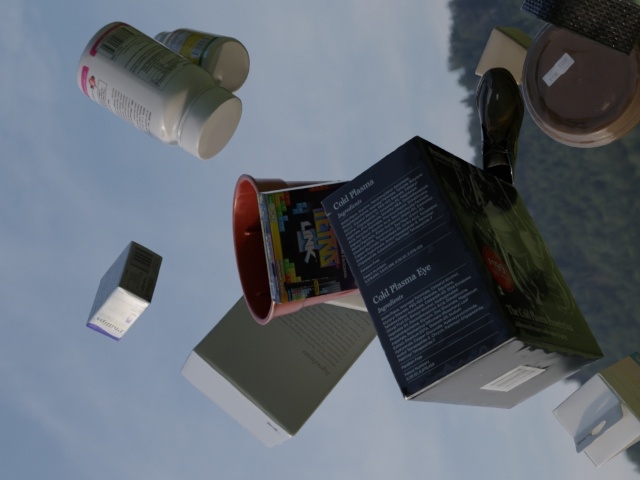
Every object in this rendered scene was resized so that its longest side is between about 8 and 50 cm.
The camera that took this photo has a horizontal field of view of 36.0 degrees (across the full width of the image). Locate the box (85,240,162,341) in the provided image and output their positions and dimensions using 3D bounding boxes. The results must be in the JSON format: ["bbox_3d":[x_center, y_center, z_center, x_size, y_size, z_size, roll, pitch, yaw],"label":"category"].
[{"bbox_3d":[-0.367,0.095,1.847,0.072,0.137,0.126,30,-142,-20],"label":"box"}]

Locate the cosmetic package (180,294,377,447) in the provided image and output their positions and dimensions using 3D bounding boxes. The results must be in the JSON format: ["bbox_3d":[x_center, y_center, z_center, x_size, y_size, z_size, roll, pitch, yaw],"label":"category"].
[{"bbox_3d":[-0.100,0.275,2.544,0.327,0.329,0.393,41,-111,1],"label":"cosmetic package"}]

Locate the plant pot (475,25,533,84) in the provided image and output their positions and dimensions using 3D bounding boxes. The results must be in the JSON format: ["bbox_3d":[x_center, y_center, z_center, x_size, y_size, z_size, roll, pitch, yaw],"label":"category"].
[{"bbox_3d":[0.412,-0.384,2.093,0.109,0.096,0.109,-11,-51,-51],"label":"plant pot"}]

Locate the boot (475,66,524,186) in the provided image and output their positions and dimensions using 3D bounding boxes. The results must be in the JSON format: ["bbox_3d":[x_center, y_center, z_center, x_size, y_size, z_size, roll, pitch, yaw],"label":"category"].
[{"bbox_3d":[0.302,-0.176,1.632,0.219,0.082,0.106,74,-167,-46],"label":"boot"}]

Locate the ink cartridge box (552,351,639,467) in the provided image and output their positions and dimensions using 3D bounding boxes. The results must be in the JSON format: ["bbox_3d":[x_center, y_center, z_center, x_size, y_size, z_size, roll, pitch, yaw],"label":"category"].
[{"bbox_3d":[0.374,0.214,1.248,0.143,0.092,0.090,-9,-125,-50],"label":"ink cartridge box"}]

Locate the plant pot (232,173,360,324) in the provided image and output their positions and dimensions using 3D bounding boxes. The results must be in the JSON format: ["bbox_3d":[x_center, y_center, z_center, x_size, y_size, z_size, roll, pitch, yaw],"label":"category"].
[{"bbox_3d":[0.000,0.000,1.806,0.272,0.265,0.272,172,90,-71],"label":"plant pot"}]

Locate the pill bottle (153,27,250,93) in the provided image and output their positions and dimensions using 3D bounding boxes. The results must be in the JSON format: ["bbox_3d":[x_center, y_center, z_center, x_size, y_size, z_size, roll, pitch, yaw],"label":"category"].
[{"bbox_3d":[-0.251,-0.366,1.988,0.118,0.208,0.117,-22,-59,-42],"label":"pill bottle"}]

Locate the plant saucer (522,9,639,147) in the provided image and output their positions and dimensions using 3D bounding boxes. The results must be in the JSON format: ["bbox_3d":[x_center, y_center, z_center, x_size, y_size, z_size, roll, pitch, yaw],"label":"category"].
[{"bbox_3d":[0.507,-0.317,1.888,0.041,0.278,0.277,-6,-98,-51],"label":"plant saucer"}]

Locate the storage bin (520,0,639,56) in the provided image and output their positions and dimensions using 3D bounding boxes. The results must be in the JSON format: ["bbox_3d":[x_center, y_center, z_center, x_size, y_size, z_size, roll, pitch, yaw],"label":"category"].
[{"bbox_3d":[0.443,-0.385,1.650,0.180,0.084,0.122,19,-163,-14],"label":"storage bin"}]

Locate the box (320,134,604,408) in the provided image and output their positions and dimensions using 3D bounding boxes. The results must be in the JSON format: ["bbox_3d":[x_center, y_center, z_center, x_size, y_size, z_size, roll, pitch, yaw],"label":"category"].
[{"bbox_3d":[0.208,0.058,1.408,0.343,0.179,0.312,16,-136,-55],"label":"box"}]

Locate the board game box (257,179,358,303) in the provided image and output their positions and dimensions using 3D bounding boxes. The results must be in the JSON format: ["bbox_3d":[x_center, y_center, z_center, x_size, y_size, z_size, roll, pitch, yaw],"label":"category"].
[{"bbox_3d":[-0.014,0.001,1.506,0.048,0.141,0.170,-169,70,-69],"label":"board game box"}]

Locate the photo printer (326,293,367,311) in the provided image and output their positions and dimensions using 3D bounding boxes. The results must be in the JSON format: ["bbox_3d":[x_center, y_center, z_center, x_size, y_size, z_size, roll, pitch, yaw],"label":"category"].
[{"bbox_3d":[0.104,0.037,2.306,0.308,0.107,0.256,13,-84,-28],"label":"photo printer"}]

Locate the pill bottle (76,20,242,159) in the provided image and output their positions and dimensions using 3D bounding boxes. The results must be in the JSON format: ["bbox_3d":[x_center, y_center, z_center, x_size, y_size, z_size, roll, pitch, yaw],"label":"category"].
[{"bbox_3d":[-0.297,-0.275,1.830,0.160,0.283,0.160,-51,-17,-22],"label":"pill bottle"}]
